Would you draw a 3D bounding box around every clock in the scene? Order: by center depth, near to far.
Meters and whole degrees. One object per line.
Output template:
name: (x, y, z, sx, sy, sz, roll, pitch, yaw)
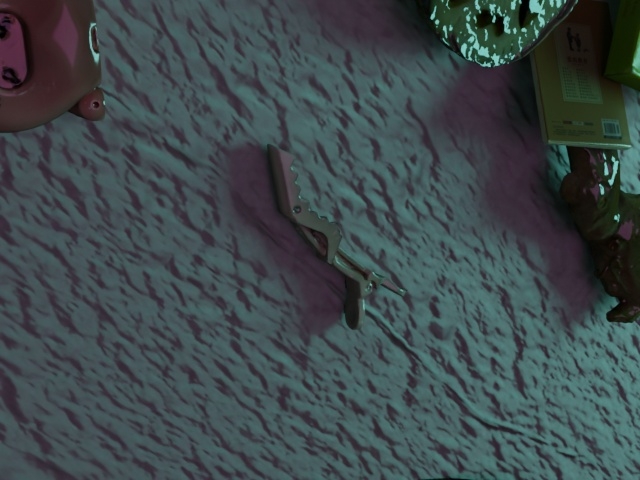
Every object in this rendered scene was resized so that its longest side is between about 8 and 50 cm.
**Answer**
clock: (-0.264, -0.159, 0.860, 0.162, 0.093, 0.165, -10, 107, -22)

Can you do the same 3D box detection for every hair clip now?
hair clip: (0.000, 0.000, 1.066, 0.072, 0.034, 0.226, -45, 117, -10)

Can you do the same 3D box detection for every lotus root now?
lotus root: (0.170, -0.276, 1.065, 0.203, 0.078, 0.183, -44, 128, -8)

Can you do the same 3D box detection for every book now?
book: (0.274, -0.182, 1.135, 0.118, 0.012, 0.172, 2, 75, -28)

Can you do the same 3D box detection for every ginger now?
ginger: (0.332, -0.036, 1.200, 0.122, 0.084, 0.290, -33, 115, -9)

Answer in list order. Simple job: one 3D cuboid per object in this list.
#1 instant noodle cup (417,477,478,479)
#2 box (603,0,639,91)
instant noodle cup: (0.155, 0.451, 1.116, 0.340, 0.340, 0.265, 0, 113, -27)
box: (0.426, -0.315, 1.176, 0.187, 0.047, 0.334, 15, 85, -29)
